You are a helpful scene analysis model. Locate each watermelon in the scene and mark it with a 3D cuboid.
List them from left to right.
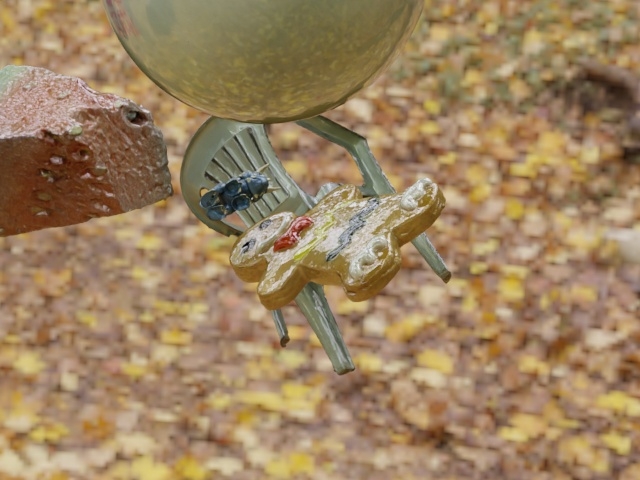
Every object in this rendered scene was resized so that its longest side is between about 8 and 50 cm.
[{"bbox_3d":[-0.300,-0.096,1.843,0.257,0.193,0.140,6,20,17],"label":"watermelon"}]

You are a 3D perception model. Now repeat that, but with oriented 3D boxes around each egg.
[{"bbox_3d":[-0.044,-0.197,1.114,0.230,0.230,0.371,4,4,-10],"label":"egg"}]

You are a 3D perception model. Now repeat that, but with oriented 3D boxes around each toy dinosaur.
[{"bbox_3d":[-0.080,-0.043,1.463,0.083,0.030,0.047,-22,7,22],"label":"toy dinosaur"}]

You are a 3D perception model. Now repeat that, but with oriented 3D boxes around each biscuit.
[{"bbox_3d":[-0.001,-0.001,1.463,0.240,0.035,0.158,-4,40,45],"label":"biscuit"}]

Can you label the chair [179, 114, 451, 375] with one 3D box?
[{"bbox_3d":[-0.020,-0.017,1.819,0.190,0.203,0.274,17,34,-48],"label":"chair"}]
